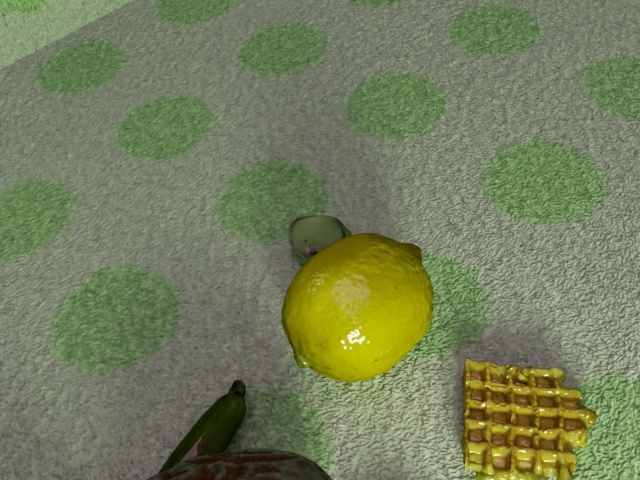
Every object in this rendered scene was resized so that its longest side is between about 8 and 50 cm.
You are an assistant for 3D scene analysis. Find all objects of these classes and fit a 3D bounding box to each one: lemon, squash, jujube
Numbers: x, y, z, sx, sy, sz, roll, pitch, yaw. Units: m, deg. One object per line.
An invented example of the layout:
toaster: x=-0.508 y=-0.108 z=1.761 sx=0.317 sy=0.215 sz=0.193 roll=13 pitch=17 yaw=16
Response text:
lemon: x=0.072 y=0.115 z=1.138 sx=0.320 sy=0.245 sz=0.245 roll=-39 pitch=56 yaw=-23
squash: x=-0.212 y=0.363 z=1.067 sx=0.080 sy=0.071 sz=0.318 roll=-17 pitch=32 yaw=51
jujube: x=-0.117 y=0.411 z=0.907 sx=0.307 sy=0.246 sz=0.215 roll=-3 pitch=61 yaw=-7

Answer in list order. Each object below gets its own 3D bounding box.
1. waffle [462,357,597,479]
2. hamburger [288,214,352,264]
waffle: x=0.349 y=0.314 z=1.055 sx=0.219 sy=0.057 sz=0.229 roll=2 pitch=51 yaw=9
hamburger: x=0.000 y=0.000 z=1.364 sx=0.140 sy=0.062 sz=0.133 roll=3 pitch=49 yaw=13
